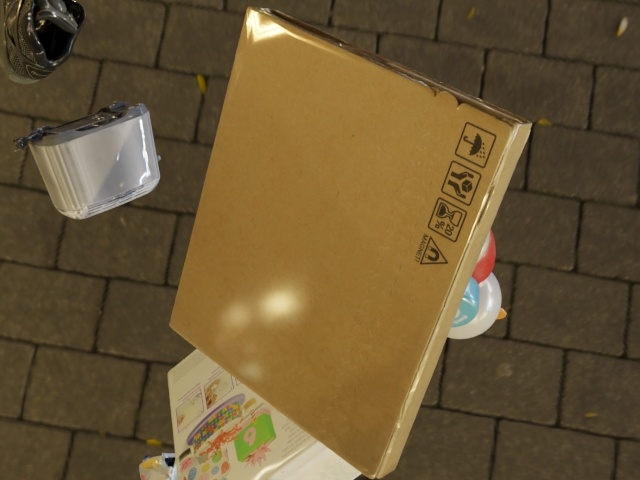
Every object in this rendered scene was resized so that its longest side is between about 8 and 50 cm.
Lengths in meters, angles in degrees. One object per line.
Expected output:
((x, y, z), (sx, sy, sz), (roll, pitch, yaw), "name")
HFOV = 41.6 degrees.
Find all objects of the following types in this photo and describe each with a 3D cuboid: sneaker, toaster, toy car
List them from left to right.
((-0.349, -0.318, 1.047), (0.130, 0.087, 0.227), (-3, 90, 43), "sneaker")
((-0.371, -0.131, 1.381), (0.227, 0.129, 0.146), (-28, 115, -33), "toaster")
((0.157, 0.066, 1.152), (0.210, 0.238, 0.219), (-14, 45, 24), "toy car")

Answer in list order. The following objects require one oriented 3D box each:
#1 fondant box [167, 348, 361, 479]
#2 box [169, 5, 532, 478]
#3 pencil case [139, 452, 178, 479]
((-0.086, 0.240, 1.171), (0.238, 0.330, 0.096), (-39, 121, 11), "fondant box")
((0.000, 0.000, 0.441), (0.164, 0.021, 0.201), (31, 117, 29), "box")
((-0.232, 0.470, 1.303), (0.114, 0.124, 0.273), (8, 59, -16), "pencil case")
